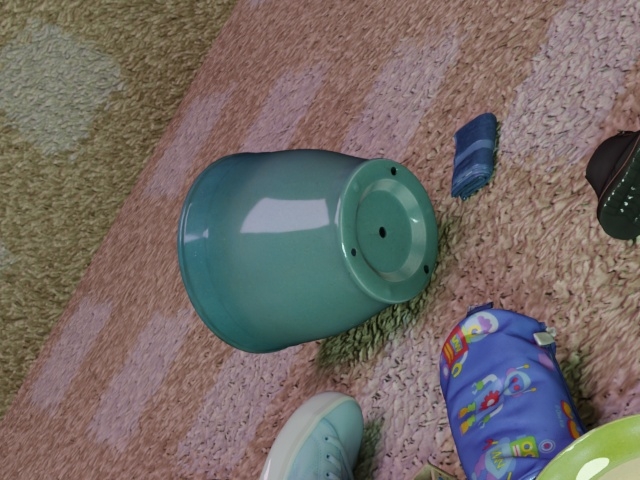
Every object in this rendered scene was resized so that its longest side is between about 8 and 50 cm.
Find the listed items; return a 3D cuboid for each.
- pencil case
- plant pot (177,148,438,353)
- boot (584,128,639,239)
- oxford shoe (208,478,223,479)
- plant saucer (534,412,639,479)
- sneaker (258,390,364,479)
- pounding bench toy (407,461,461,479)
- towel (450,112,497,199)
[{"bbox_3d":[0.193,0.179,1.403,0.133,0.119,0.306,-43,24,16],"label":"pencil case"},{"bbox_3d":[0.000,0.000,1.920,0.255,0.271,0.272,-11,49,45],"label":"plant pot"},{"bbox_3d":[0.342,-0.110,1.549,0.198,0.077,0.137,-50,17,18],"label":"boot"},{"bbox_3d":[-0.109,0.363,1.858,0.083,0.096,0.227,-56,22,0],"label":"oxford shoe"},{"bbox_3d":[0.259,0.247,1.174,0.241,0.037,0.241,-21,47,24],"label":"plant saucer"},{"bbox_3d":[0.000,0.327,1.675,0.150,0.135,0.366,7,49,26],"label":"sneaker"},{"bbox_3d":[0.107,0.285,1.540,0.083,0.052,0.065,-48,23,24],"label":"pounding bench toy"},{"bbox_3d":[0.197,-0.110,1.930,0.067,0.029,0.119,-39,27,39],"label":"towel"}]
